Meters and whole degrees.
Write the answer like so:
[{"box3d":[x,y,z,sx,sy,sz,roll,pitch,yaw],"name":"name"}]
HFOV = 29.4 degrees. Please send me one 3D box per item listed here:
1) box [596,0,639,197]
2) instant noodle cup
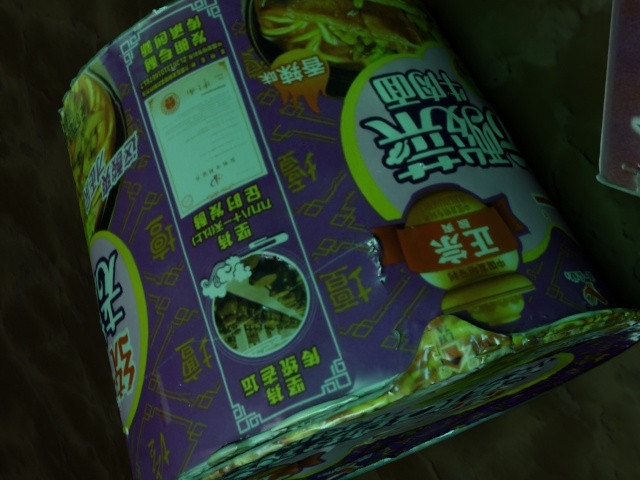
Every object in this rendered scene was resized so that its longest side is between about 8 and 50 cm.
[{"box3d":[0.206,-0.123,0.610,0.120,0.069,0.224,24,127,44],"name":"box"},{"box3d":[0.000,0.000,0.758,0.340,0.340,0.266,-42,65,53],"name":"instant noodle cup"}]
